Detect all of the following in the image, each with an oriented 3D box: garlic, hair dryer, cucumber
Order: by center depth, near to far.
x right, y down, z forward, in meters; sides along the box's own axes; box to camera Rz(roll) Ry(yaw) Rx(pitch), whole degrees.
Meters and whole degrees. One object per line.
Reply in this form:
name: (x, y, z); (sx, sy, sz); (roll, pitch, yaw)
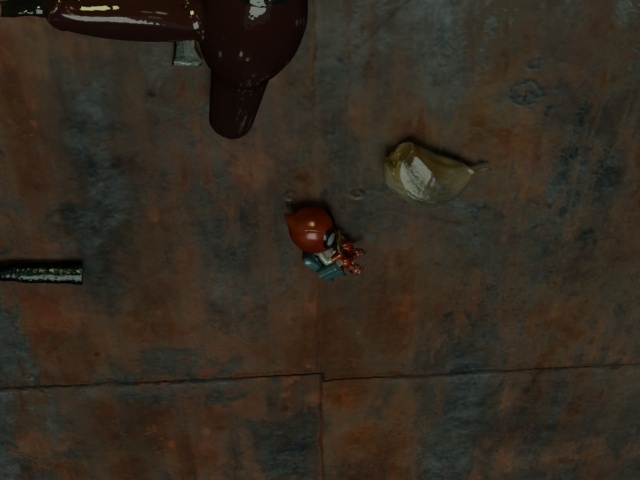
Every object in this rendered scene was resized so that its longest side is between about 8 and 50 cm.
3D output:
hair dryer: (-0.196, -0.227, 1.499); (0.341, 0.123, 0.312); (1, 151, -16)
garlic: (0.148, -0.080, 1.776); (0.152, 0.066, 0.084); (20, 136, -24)
cucumber: (-0.417, 0.048, 1.937); (0.133, 0.032, 0.032); (1, 143, -4)

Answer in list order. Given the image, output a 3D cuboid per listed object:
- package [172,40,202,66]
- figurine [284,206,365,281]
package: (-0.162, -0.248, 1.572); (0.037, 0.015, 0.110); (-1, 144, -4)
figurine: (0.000, 0.000, 1.878); (0.075, 0.068, 0.140); (-20, 134, 26)
